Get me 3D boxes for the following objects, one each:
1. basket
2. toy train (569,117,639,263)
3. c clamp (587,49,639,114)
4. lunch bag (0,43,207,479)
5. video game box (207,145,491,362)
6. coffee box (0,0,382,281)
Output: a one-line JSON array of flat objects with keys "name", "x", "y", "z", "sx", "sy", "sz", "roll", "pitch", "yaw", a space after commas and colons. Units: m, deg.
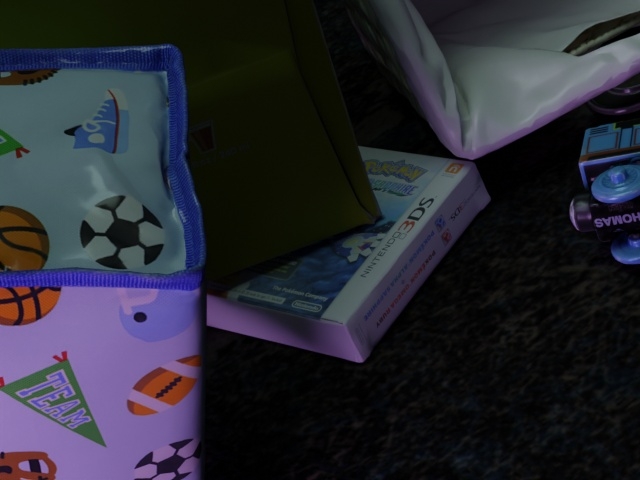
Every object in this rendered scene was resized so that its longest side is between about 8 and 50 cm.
[{"name": "basket", "x": 0.153, "y": -0.295, "z": 1.358, "sx": 0.328, "sy": 0.331, "sz": 0.266, "roll": -29, "pitch": 21, "yaw": -2}, {"name": "toy train", "x": 0.268, "y": -0.046, "z": 1.205, "sx": 0.184, "sy": 0.080, "sz": 0.105, "roll": -10, "pitch": 32, "yaw": 21}, {"name": "c clamp", "x": 0.273, "y": -0.152, "z": 1.389, "sx": 0.137, "sy": 0.022, "sz": 0.160, "roll": -28, "pitch": 36, "yaw": 6}, {"name": "lunch bag", "x": -0.270, "y": 0.053, "z": 1.069, "sx": 0.385, "sy": 0.328, "sz": 0.239, "roll": -4, "pitch": 46, "yaw": -7}, {"name": "video game box", "x": 0.000, "y": 0.000, "z": 1.337, "sx": 0.205, "sy": 0.048, "sz": 0.187, "roll": 10, "pitch": 46, "yaw": 40}, {"name": "coffee box", "x": -0.186, "y": -0.172, "z": 1.285, "sx": 0.338, "sy": 0.338, "sz": 0.334, "roll": -20, "pitch": 44, "yaw": -1}]
